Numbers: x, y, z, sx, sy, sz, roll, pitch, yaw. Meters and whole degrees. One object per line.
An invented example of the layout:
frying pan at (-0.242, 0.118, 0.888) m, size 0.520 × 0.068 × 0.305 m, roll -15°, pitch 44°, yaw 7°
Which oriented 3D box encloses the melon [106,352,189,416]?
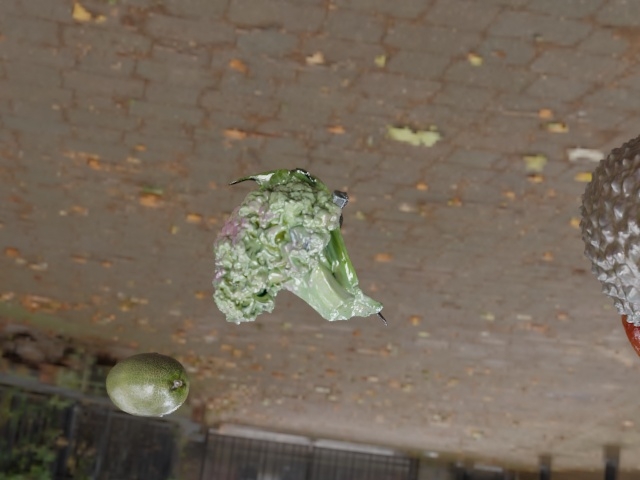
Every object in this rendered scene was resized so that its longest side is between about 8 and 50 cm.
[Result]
melon at (-0.260, 0.215, 1.604) m, size 0.099 × 0.099 × 0.162 m, roll 19°, pitch 162°, yaw -39°

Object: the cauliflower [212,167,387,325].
cauliflower at (-0.026, 0.031, 1.622) m, size 0.315 × 0.239 × 0.256 m, roll 45°, pitch 132°, yaw 6°

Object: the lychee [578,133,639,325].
lychee at (0.463, -0.007, 1.323) m, size 0.300 × 0.300 × 0.300 m, roll 7°, pitch 166°, yaw 2°

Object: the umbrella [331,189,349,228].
umbrella at (0.000, 0.000, 2.152) m, size 0.059 × 0.066 × 0.235 m, roll 15°, pitch 124°, yaw -22°

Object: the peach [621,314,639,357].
peach at (0.661, 0.139, 1.936) m, size 0.243 × 0.243 × 0.199 m, roll 14°, pitch 121°, yaw -9°
